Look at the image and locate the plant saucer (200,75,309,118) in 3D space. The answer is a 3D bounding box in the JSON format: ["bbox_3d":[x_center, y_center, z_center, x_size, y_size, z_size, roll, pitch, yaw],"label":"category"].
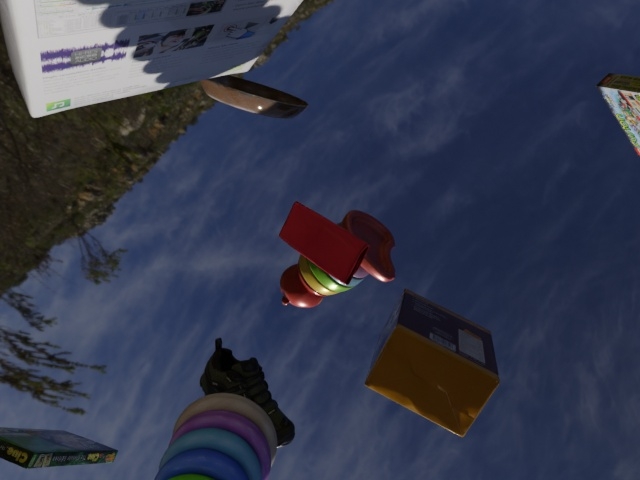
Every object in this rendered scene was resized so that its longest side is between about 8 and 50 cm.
[{"bbox_3d":[-0.101,-0.214,0.710,0.168,0.168,0.029,35,-64,39],"label":"plant saucer"}]

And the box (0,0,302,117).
[{"bbox_3d":[-0.108,-0.195,0.352,0.322,0.232,0.058,-12,-79,61],"label":"box"}]

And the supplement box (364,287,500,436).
[{"bbox_3d":[0.207,0.216,0.894,0.191,0.194,0.129,27,-70,7],"label":"supplement box"}]

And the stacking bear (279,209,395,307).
[{"bbox_3d":[0.018,0.066,1.152,0.289,0.164,0.175,-36,-153,32],"label":"stacking bear"}]

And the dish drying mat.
[{"bbox_3d":[0.000,0.000,0.339,0.083,0.008,0.032,33,-79,46],"label":"dish drying mat"}]

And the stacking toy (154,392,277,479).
[{"bbox_3d":[-0.132,0.296,0.494,0.141,0.330,0.141,0,-80,1],"label":"stacking toy"}]

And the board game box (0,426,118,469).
[{"bbox_3d":[-0.490,0.370,0.859,0.136,0.259,0.030,16,-110,14],"label":"board game box"}]

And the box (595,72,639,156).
[{"bbox_3d":[0.628,-0.229,0.920,0.036,0.207,0.114,-45,-156,9],"label":"box"}]

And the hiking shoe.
[{"bbox_3d":[-0.133,0.275,0.861,0.227,0.086,0.114,30,-61,28],"label":"hiking shoe"}]
